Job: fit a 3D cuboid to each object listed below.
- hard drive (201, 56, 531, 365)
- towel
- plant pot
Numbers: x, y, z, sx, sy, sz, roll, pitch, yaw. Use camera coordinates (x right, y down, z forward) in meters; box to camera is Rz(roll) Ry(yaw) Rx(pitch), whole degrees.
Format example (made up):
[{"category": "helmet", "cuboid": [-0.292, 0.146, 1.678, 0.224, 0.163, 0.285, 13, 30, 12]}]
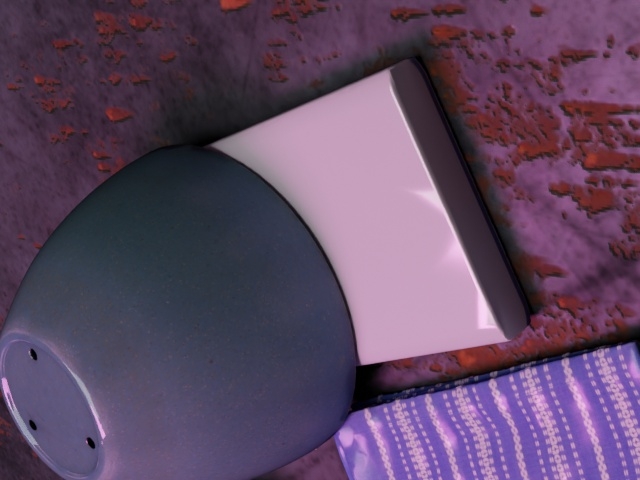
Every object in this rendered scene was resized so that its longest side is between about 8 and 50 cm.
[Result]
[{"category": "hard drive", "cuboid": [0.000, 0.000, 1.003, 0.318, 0.040, 0.210, -16, 101, 49]}, {"category": "towel", "cuboid": [0.142, 0.217, 0.940, 0.336, 0.040, 0.243, -23, 79, 50]}, {"category": "plant pot", "cuboid": [-0.143, 0.091, 1.022, 0.290, 0.195, 0.290, 25, 129, 34]}]
